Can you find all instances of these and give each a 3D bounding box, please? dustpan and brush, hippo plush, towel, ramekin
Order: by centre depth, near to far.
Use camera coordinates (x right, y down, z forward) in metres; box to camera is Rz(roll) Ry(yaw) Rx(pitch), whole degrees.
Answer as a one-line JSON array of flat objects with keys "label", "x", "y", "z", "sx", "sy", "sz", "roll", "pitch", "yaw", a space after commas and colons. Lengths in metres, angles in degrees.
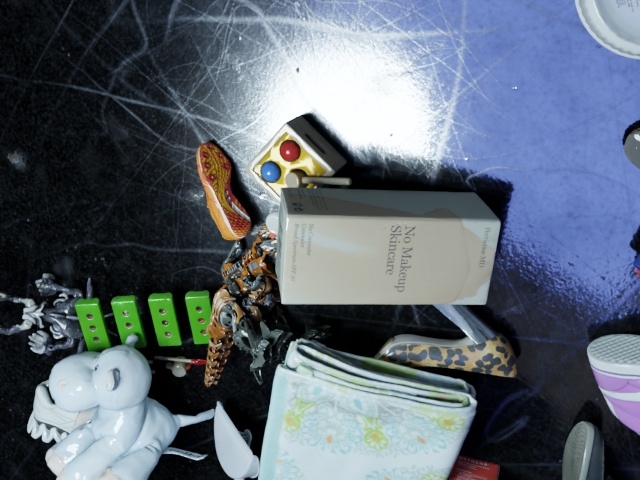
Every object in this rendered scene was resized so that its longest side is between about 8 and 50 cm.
[{"label": "ramekin", "x": 0.430, "y": -0.331, "z": 0.952, "sx": 0.207, "sy": 0.109, "sz": 0.207, "roll": 6, "pitch": 111, "yaw": 17}, {"label": "towel", "x": 0.066, "y": 0.343, "z": 1.266, "sx": 0.320, "sy": 0.090, "sz": 0.375, "roll": 14, "pitch": 128, "yaw": 4}, {"label": "hippo plush", "x": -0.365, "y": 0.315, "z": 1.327, "sx": 0.294, "sy": 0.234, "sz": 0.237, "roll": -4, "pitch": 122, "yaw": 4}, {"label": "dustpan and brush", "x": -0.160, "y": 0.422, "z": 1.446, "sx": 0.147, "sy": 0.060, "sz": 0.211, "roll": 46, "pitch": 132, "yaw": 39}]

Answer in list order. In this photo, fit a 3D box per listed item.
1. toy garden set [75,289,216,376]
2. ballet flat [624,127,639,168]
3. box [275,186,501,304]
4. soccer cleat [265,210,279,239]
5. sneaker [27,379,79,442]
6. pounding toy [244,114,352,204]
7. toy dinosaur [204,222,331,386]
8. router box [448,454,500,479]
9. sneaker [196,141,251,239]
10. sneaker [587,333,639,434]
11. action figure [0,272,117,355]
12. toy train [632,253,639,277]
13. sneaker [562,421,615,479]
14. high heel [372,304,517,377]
[{"label": "toy garden set", "x": -0.313, "y": 0.181, "z": 1.411, "sx": 0.244, "sy": 0.049, "sz": 0.204, "roll": -4, "pitch": 122, "yaw": 2}, {"label": "ballet flat", "x": 0.548, "y": -0.112, "z": 1.024, "sx": 0.249, "sy": 0.058, "sz": 0.084, "roll": 14, "pitch": 135, "yaw": 20}, {"label": "box", "x": 0.093, "y": 0.008, "z": 1.116, "sx": 0.310, "sy": 0.121, "sz": 0.148, "roll": 0, "pitch": 113, "yaw": -8}, {"label": "soccer cleat", "x": 0.000, "y": 0.000, "z": 1.216, "sx": 0.196, "sy": 0.076, "sz": 0.068, "roll": 31, "pitch": 144, "yaw": -16}, {"label": "sneaker", "x": -0.466, "y": 0.365, "z": 1.522, "sx": 0.291, "sy": 0.110, "sz": 0.118, "roll": 11, "pitch": 103, "yaw": 15}, {"label": "pounding toy", "x": -0.027, "y": -0.112, "z": 1.194, "sx": 0.141, "sy": 0.100, "sz": 0.130, "roll": 45, "pitch": 117, "yaw": 0}, {"label": "toy dinosaur", "x": -0.111, "y": 0.124, "z": 1.305, "sx": 0.218, "sy": 0.164, "sz": 0.322, "roll": 43, "pitch": 134, "yaw": 28}, {"label": "router box", "x": 0.216, "y": 0.583, "z": 1.246, "sx": 0.082, "sy": 0.301, "sz": 0.336, "roll": 11, "pitch": 113, "yaw": 15}, {"label": "sneaker", "x": -0.178, "y": -0.081, "z": 1.282, "sx": 0.067, "sy": 0.064, "sz": 0.175, "roll": -14, "pitch": 94, "yaw": 51}, {"label": "sneaker", "x": 0.538, "y": 0.229, "z": 1.083, "sx": 0.282, "sy": 0.102, "sz": 0.161, "roll": 6, "pitch": 123, "yaw": 55}, {"label": "action figure", "x": -0.536, "y": 0.141, "z": 1.444, "sx": 0.275, "sy": 0.141, "sz": 0.164, "roll": 11, "pitch": 84, "yaw": -25}, {"label": "toy train", "x": 0.585, "y": 0.056, "z": 1.052, "sx": 0.248, "sy": 0.105, "sz": 0.143, "roll": 34, "pitch": 99, "yaw": 0}, {"label": "sneaker", "x": 0.466, "y": 0.401, "z": 1.229, "sx": 0.118, "sy": 0.083, "sz": 0.222, "roll": 1, "pitch": 103, "yaw": -1}, {"label": "high heel", "x": 0.187, "y": 0.225, "z": 1.242, "sx": 0.186, "sy": 0.093, "sz": 0.261, "roll": 43, "pitch": 110, "yaw": 5}]
